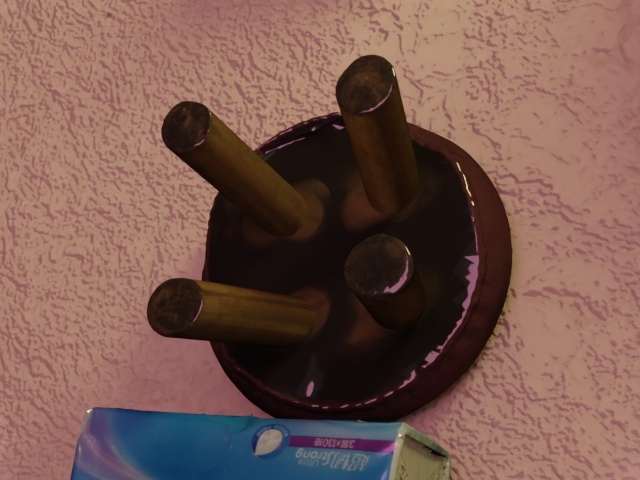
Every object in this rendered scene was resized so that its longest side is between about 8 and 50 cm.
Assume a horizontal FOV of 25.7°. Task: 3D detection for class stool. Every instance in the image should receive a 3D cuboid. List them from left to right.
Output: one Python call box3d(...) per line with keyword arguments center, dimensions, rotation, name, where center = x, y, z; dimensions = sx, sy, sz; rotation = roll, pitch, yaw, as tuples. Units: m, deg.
box3d(center=(0.000, 0.000, 1.094), dimensions=(0.272, 0.178, 0.272), rotation=(-9, 65, 21), name="stool")

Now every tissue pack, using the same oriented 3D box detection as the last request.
box3d(center=(-0.053, 0.230, 1.033), dimensions=(0.264, 0.146, 0.198), rotation=(1, 69, 23), name="tissue pack")
